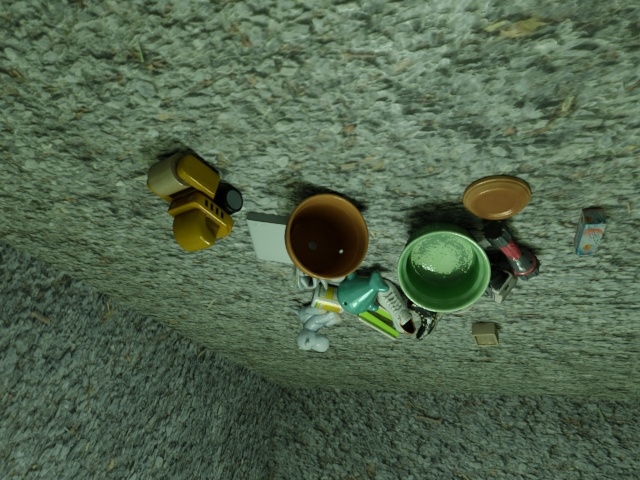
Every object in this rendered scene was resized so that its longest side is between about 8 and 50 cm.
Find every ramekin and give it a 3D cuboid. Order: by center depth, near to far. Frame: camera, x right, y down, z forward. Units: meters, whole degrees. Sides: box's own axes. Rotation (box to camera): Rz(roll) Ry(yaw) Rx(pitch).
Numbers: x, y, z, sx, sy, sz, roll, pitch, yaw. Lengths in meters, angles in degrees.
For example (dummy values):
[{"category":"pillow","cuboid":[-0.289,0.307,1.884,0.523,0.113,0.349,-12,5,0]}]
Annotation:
[{"category":"ramekin","cuboid":[0.423,0.082,1.473,0.302,0.148,0.304,5,113,12]}]

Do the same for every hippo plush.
[{"category":"hippo plush","cuboid":[-0.033,0.463,2.257,0.293,0.237,0.234,18,148,-11]}]

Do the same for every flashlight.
[{"category":"flashlight","cuboid":[0.667,0.037,1.472,0.103,0.103,0.304,3,156,48]}]

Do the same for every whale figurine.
[{"category":"whale figurine","cuboid":[0.179,0.230,1.864,0.216,0.141,0.272,57,139,2]}]

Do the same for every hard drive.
[{"category":"hard drive","cuboid":[-0.185,-0.001,1.747,0.202,0.040,0.308,8,149,5]}]

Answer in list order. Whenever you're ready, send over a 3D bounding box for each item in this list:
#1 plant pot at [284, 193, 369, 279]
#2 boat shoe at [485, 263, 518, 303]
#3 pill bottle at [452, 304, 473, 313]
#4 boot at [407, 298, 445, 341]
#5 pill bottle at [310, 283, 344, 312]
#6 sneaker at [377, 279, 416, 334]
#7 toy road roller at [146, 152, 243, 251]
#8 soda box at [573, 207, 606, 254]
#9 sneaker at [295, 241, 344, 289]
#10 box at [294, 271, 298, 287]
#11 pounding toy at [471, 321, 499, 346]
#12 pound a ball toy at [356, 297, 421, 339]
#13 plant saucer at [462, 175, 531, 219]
[{"category":"plant pot","cuboid":[0.000,0.000,1.494,0.290,0.291,0.203,19,165,-13]},{"category":"boat shoe","cuboid":[0.672,0.146,1.667,0.158,0.127,0.340,38,-178,30]},{"category":"pill bottle","cuboid":[0.513,0.178,1.707,0.153,0.153,0.264,-13,142,34]},{"category":"boot","cuboid":[0.470,0.349,1.985,0.178,0.085,0.237,25,105,-16]},{"category":"pill bottle","cuboid":[0.065,0.289,2.062,0.208,0.118,0.118,13,149,-4]},{"category":"sneaker","cuboid":[0.354,0.301,1.909,0.290,0.105,0.123,57,165,-16]},{"category":"toy road roller","cuboid":[-0.443,-0.113,1.454,0.202,0.241,0.329,-14,141,34]},{"category":"soda box","cuboid":[0.862,-0.025,1.355,0.058,0.063,0.183,-3,146,21]},{"category":"sneaker","cuboid":[-0.001,0.128,1.733,0.137,0.211,0.366,-4,146,23]},{"category":"box","cuboid":[-0.088,0.160,1.957,0.054,0.059,0.169,13,149,-1]},{"category":"pounding toy","cuboid":[0.838,0.479,2.165,0.129,0.100,0.141,-10,132,29]},{"category":"pound a ball toy","cuboid":[0.351,0.346,2.083,0.319,0.136,0.208,32,113,-26]},{"category":"plant saucer","cuboid":[0.549,-0.124,1.319,0.199,0.037,0.200,9,149,5]}]
